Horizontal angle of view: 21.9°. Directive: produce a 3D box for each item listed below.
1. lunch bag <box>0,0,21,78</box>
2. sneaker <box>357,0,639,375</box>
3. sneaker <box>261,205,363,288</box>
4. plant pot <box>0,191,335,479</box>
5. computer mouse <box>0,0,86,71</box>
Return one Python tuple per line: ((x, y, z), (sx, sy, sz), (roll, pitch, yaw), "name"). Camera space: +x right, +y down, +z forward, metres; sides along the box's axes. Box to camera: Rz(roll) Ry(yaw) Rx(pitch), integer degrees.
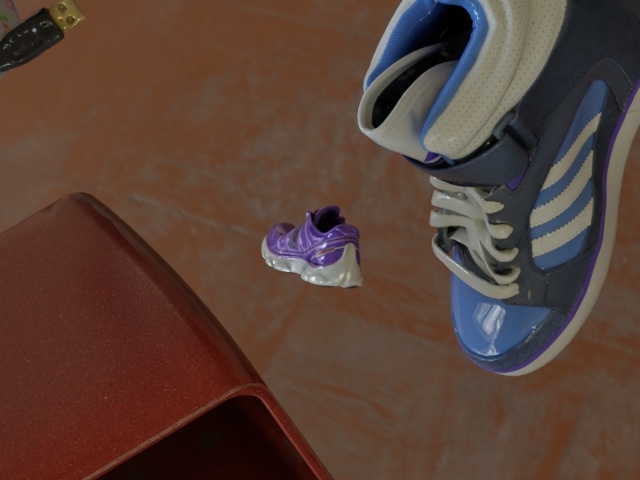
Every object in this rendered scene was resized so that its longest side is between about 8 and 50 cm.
((-0.386, -0.223, 1.571), (0.107, 0.224, 0.279), (-21, 14, 13), "lunch bag")
((0.094, -0.047, 1.095), (0.130, 0.236, 0.323), (39, 121, 40), "sneaker")
((0.000, 0.000, 1.530), (0.170, 0.068, 0.071), (18, 100, 64), "sneaker")
((-0.155, 0.132, 1.068), (0.267, 0.267, 0.236), (-30, 53, 0), "plant pot")
((-0.164, -0.184, 0.968), (0.262, 0.184, 0.060), (-43, 56, -3), "computer mouse")
